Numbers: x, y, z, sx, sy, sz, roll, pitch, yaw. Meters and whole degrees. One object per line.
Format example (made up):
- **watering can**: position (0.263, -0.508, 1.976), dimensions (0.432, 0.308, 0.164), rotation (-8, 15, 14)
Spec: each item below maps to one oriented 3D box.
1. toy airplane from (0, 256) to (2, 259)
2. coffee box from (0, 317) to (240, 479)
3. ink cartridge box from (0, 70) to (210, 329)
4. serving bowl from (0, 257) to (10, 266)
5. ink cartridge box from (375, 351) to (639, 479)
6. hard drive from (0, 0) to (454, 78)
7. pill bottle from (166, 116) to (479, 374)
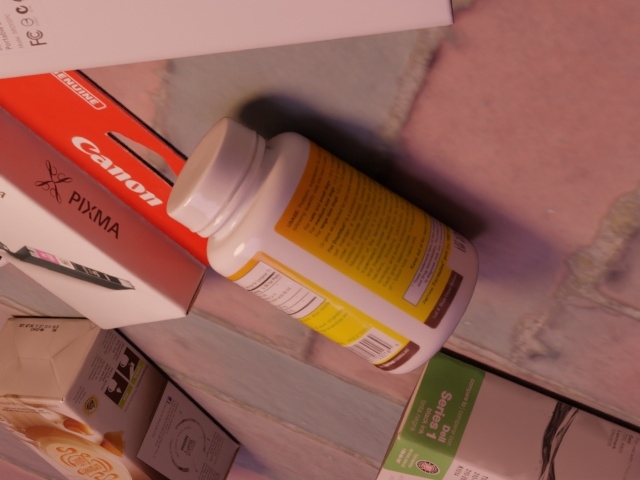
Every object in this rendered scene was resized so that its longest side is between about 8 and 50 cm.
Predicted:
- **toy airplane**: position (-0.342, -0.024, 1.634), dimensions (0.151, 0.028, 0.151), rotation (12, 130, 15)
- **coffee box**: position (-0.214, 0.184, 1.862), dimensions (0.141, 0.098, 0.246), rotation (-1, 145, 39)
- **ink cartridge box**: position (-0.198, -0.031, 1.506), dimensions (0.275, 0.060, 0.239), rotation (39, 150, -29)
- **serving bowl**: position (-0.316, 0.001, 1.688), dimensions (0.083, 0.027, 0.083), rotation (17, 152, 9)
- **ink cartridge box**: position (0.170, 0.199, 1.595), dimensions (0.219, 0.092, 0.160), rotation (22, 154, 3)
- **hard drive**: position (-0.112, -0.183, 1.024), dimensions (0.353, 0.047, 0.233), rotation (-6, 148, 6)
- **pill bottle**: position (0.000, 0.000, 1.339), dimensions (0.215, 0.117, 0.117), rotation (32, 152, -16)
